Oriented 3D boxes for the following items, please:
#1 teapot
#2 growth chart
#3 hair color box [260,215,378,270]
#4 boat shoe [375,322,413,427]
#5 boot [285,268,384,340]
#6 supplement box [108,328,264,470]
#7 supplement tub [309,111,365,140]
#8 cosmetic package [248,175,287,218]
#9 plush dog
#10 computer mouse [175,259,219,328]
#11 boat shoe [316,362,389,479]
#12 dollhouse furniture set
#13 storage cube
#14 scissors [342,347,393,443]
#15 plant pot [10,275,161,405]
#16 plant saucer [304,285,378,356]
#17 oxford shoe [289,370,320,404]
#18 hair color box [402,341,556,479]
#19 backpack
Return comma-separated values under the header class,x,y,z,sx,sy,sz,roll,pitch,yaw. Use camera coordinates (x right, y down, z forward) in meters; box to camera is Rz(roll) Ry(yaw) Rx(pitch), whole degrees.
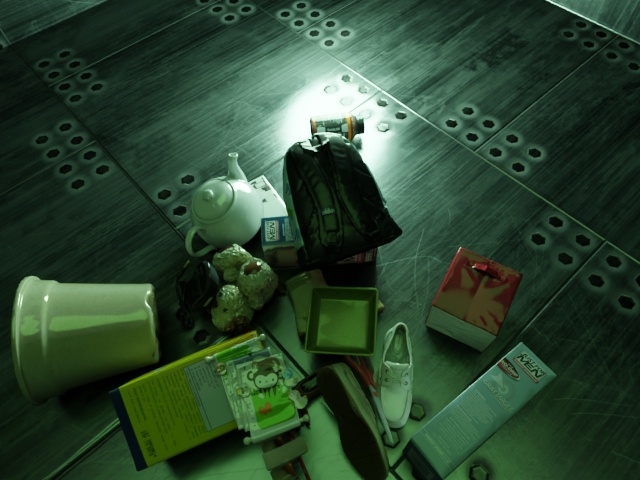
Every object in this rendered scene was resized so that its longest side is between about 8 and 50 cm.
class,x,y,z,sx,sy,sz,roll,pitch,yaw
teapot,-0.317,-0.100,1.507,0.253,0.187,0.256,-25,64,9
growth chart,-0.137,0.327,1.068,0.172,0.021,0.237,-27,64,-11
hair color box,0.000,0.000,1.470,0.347,0.174,0.105,-5,60,-1
boat shoe,0.200,0.353,1.284,0.098,0.096,0.277,4,58,4
boot,0.038,0.167,1.413,0.262,0.095,0.203,-17,58,-4
supplement box,-0.293,0.379,1.189,0.357,0.195,0.194,-21,86,-9
supplement tub,0.062,-0.419,1.773,0.198,0.106,0.106,-8,58,-2
cosmetic package,-0.175,-0.109,1.612,0.099,0.060,0.239,-31,61,-15
plush dog,-0.231,0.165,1.398,0.225,0.210,0.262,-51,39,-10
computer mouse,-0.355,0.121,1.391,0.060,0.262,0.184,4,48,-34
boat shoe,0.098,0.453,1.214,0.098,0.109,0.302,0,54,-53
dollhouse furniture set,-0.053,0.505,1.120,0.135,0.262,0.259,-23,28,-13
storage cube,0.420,0.169,1.330,0.184,0.215,0.193,25,69,16
scissors,0.142,0.389,1.249,0.021,0.109,0.297,-46,51,17
plant pot,-0.598,0.241,1.282,0.306,0.333,0.333,-7,57,-15
plant saucer,0.061,0.221,1.295,0.188,0.045,0.188,1,64,10
oxford shoe,-0.070,0.418,1.268,0.212,0.076,0.076,-39,66,-18
hair color box,0.384,0.430,1.175,0.374,0.185,0.113,-33,62,-17
backpack,0.022,-0.119,1.313,0.290,0.273,0.355,-20,84,-7
